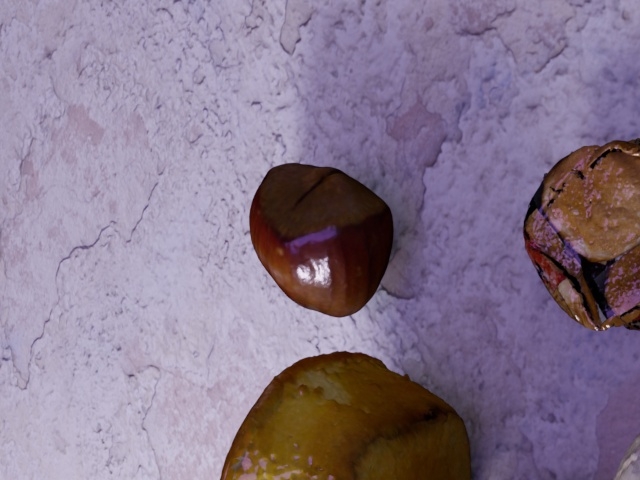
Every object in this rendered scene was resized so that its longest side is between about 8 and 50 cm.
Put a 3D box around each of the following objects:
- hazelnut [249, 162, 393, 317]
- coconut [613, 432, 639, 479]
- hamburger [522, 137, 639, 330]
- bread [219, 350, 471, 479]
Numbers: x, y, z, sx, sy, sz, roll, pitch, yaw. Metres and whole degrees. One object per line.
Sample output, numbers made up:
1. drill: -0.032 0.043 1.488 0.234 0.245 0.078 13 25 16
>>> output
1. hazelnut: 0.003 -0.001 1.909 0.181 0.181 0.212 -51 53 -1
2. coconut: 0.409 0.309 1.391 0.297 0.255 0.297 174 90 -73
3. hamburger: 0.343 -0.007 1.592 0.231 0.107 0.231 -6 82 46
4. bread: 0.031 0.314 1.740 0.204 0.358 0.336 9 106 39
